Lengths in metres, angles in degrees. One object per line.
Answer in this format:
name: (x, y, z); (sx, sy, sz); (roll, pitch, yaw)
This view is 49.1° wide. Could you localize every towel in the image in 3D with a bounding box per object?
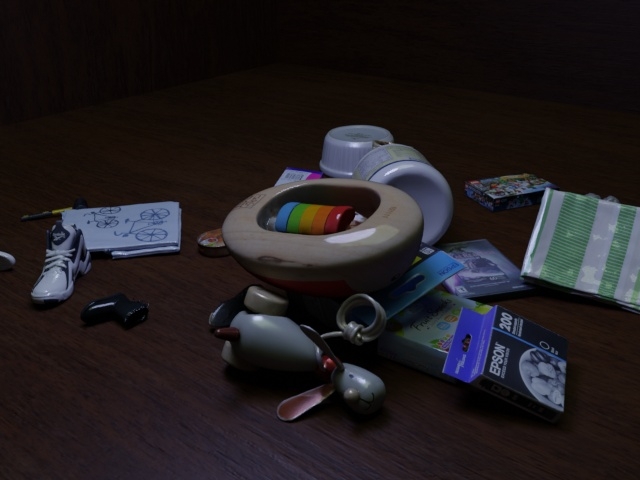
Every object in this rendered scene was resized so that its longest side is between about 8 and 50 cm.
towel: (0.635, 0.022, 1.561); (0.324, 0.038, 0.248); (15, 73, 18)

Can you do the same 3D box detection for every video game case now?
video game case: (0.370, 0.070, 1.684); (0.195, 0.026, 0.274); (-7, 26, -12)

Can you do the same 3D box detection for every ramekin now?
ramekin: (0.130, -0.304, 2.380); (0.272, 0.127, 0.273); (-1, 25, 1)

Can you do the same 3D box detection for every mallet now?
mallet: (-0.774, -0.079, 2.044); (0.189, 0.039, 0.062); (-17, 31, -21)

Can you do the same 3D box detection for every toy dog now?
toy dog: (-0.056, 0.200, 1.238); (0.333, 0.220, 0.161); (2, 1, 29)

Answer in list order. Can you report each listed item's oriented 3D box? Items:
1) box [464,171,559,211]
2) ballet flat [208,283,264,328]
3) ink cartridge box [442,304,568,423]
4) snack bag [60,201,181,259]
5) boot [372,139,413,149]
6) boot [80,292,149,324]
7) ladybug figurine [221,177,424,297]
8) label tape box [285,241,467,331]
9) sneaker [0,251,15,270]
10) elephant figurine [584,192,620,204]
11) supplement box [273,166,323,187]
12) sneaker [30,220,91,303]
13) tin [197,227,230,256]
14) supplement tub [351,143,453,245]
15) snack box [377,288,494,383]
box: (0.580, -0.151, 2.130); (0.232, 0.044, 0.159); (-10, 27, -19)
ballet flat: (-0.181, 0.149, 1.525); (0.057, 0.049, 0.173); (51, 42, 4)
ink cartridge box: (0.341, 0.207, 1.267); (0.208, 0.045, 0.206); (24, 36, 7)
snack bag: (-0.553, -0.028, 1.917); (0.342, 0.037, 0.323); (-5, 24, -10)
boot: (0.138, -0.193, 2.042); (0.261, 0.204, 0.095); (7, 22, 13)
boot: (-0.439, 0.156, 1.507); (0.099, 0.045, 0.121); (21, 32, 35)
ladybug figurine: (0.000, 0.000, 1.403); (0.449, 0.162, 0.305); (9, 39, 35)
label tape box: (0.105, 0.087, 1.480); (0.249, 0.115, 0.347); (-32, 36, -23)
sneaker: (-0.826, 0.032, 1.769); (0.152, 0.058, 0.085); (-1, 32, 15)
elephant figurine: (0.685, -0.014, 1.723); (0.169, 0.186, 0.239); (49, 7, 22)
supplement box: (-0.077, -0.078, 1.843); (0.111, 0.114, 0.220); (11, 46, 23)
sneaker: (-0.614, 0.038, 1.635); (0.093, 0.153, 0.235); (3, 25, 12)
tin: (-0.233, -0.002, 1.849); (0.189, 0.040, 0.106); (-16, 25, -28)
supplement tub: (0.201, -0.122, 1.835); (0.235, 0.236, 0.325); (-2, 19, -3)
snack box: (0.238, 0.182, 1.391); (0.174, 0.070, 0.207); (17, 29, 33)
